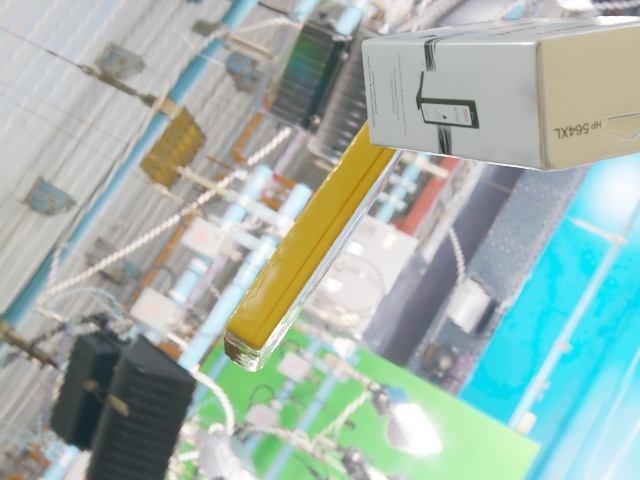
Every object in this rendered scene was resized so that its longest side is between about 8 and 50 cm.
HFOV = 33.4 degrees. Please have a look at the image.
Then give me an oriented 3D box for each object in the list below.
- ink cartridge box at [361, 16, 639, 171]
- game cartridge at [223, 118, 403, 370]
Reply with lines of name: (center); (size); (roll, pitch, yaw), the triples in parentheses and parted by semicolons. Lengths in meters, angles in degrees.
ink cartridge box: (0.145, -0.109, 0.749); (0.148, 0.203, 0.085); (-13, -75, -28)
game cartridge: (0.000, 0.000, 1.076); (0.285, 0.053, 0.323); (-56, 0, -11)
